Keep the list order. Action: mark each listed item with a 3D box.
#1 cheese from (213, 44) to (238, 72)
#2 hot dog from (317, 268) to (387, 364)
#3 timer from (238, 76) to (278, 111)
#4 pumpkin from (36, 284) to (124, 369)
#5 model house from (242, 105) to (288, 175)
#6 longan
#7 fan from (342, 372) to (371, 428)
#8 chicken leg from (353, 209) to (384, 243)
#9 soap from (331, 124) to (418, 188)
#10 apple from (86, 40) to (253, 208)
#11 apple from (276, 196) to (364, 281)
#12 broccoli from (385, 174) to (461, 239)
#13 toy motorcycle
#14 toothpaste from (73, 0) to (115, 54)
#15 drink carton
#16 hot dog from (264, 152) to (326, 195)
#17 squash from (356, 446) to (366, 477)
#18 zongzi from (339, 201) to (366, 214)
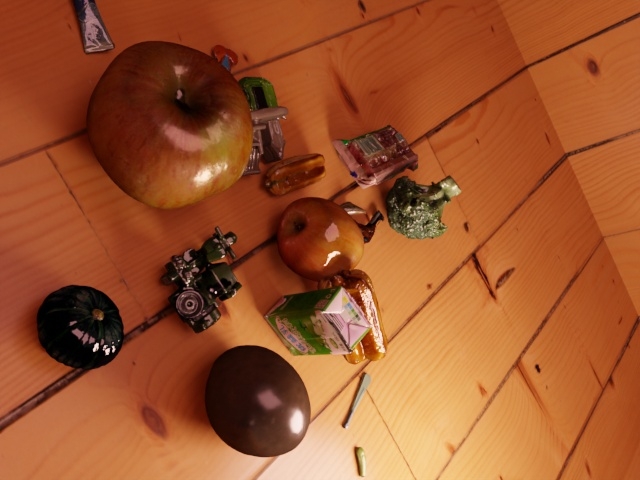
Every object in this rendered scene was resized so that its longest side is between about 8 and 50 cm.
[{"bbox_3d":[-0.286,-0.456,1.835,0.106,0.037,0.256,21,63,-38],"label":"cheese"},{"bbox_3d":[0.100,0.219,1.839,0.117,0.158,0.349,-97,169,-53],"label":"hot dog"},{"bbox_3d":[-0.189,-0.427,1.904,0.128,0.047,0.140,-11,85,-42],"label":"timer"},{"bbox_3d":[-0.514,0.185,1.363,0.194,0.150,0.194,14,67,-36],"label":"pumpkin"},{"bbox_3d":[-0.187,-0.283,1.801,0.229,0.122,0.188,-19,113,-42],"label":"model house"},{"bbox_3d":[-0.153,0.398,1.572,0.300,0.243,0.300,-21,90,-80],"label":"longan"},{"bbox_3d":[0.113,0.491,1.927,0.038,0.016,0.193,48,51,-24],"label":"fan"},{"bbox_3d":[0.133,-0.039,2.081,0.253,0.051,0.106,-15,83,-46],"label":"chicken leg"},{"bbox_3d":[0.195,-0.294,2.157,0.273,0.098,0.218,-27,82,-43],"label":"soap"},{"bbox_3d":[-0.361,-0.266,1.530,0.400,0.333,0.401,10,64,-21],"label":"apple"},{"bbox_3d":[0.000,0.000,1.842,0.241,0.242,0.242,33,57,-45],"label":"apple"},{"bbox_3d":[0.354,-0.116,2.150,0.270,0.270,0.270,56,4,-6],"label":"broccoli"},{"bbox_3d":[-0.285,0.096,1.613,0.275,0.127,0.205,-38,101,-38],"label":"toy motorcycle"},{"bbox_3d":[-0.599,-0.606,1.594,0.069,0.047,0.269,-23,97,-56],"label":"toothpaste"},{"bbox_3d":[-0.013,0.223,1.717,0.108,0.271,0.161,-47,110,-37],"label":"drink carton"},{"bbox_3d":[-0.082,-0.205,1.923,0.250,0.076,0.104,-27,115,-39],"label":"hot dog"},{"bbox_3d":[0.123,0.661,1.882,0.027,0.027,0.089,-3,82,-42],"label":"squash"},{"bbox_3d":[0.095,-0.092,2.041,0.076,0.083,0.040,-31,138,-40],"label":"zongzi"}]
